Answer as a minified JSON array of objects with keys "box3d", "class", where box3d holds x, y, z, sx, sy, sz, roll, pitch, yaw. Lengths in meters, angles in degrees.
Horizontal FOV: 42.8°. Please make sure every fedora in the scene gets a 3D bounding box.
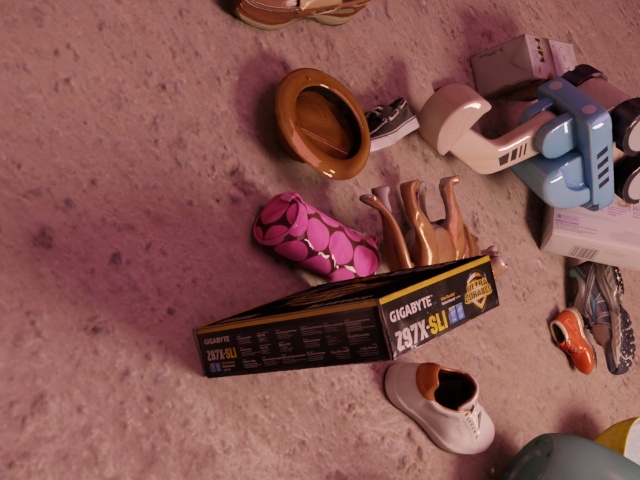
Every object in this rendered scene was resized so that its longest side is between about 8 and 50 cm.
[{"box3d":[-0.009,-0.175,1.295,0.194,0.079,0.194,15,66,-36],"class":"fedora"}]

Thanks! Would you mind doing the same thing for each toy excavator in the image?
[{"box3d":[0.440,-0.190,1.647,0.445,0.222,0.433,-30,135,-6],"class":"toy excavator"}]

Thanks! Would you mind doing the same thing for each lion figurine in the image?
[{"box3d":[0.182,0.017,1.381,0.392,0.142,0.240,-11,93,-55],"class":"lion figurine"}]

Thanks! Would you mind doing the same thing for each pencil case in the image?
[{"box3d":[0.000,0.000,1.247,0.209,0.095,0.098,29,94,-42],"class":"pencil case"}]

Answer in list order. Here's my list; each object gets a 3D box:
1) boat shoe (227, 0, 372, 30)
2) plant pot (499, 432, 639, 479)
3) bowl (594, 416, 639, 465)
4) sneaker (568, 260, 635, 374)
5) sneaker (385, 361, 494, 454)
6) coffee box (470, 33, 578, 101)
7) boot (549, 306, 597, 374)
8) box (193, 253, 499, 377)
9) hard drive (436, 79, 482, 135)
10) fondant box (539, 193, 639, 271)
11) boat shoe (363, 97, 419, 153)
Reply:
[{"box3d":[-0.018,-0.419,1.324,0.324,0.120,0.123,-22,95,-49],"class":"boat shoe"},{"box3d":[0.453,0.488,1.464,0.235,0.293,0.293,36,49,0],"class":"plant pot"},{"box3d":[0.635,0.525,1.743,0.289,0.156,0.290,17,67,-45],"class":"bowl"},{"box3d":[0.642,0.176,1.879,0.110,0.122,0.283,32,50,-48],"class":"sneaker"},{"box3d":[0.240,0.293,1.403,0.290,0.123,0.106,36,52,-37],"class":"sneaker"},{"box3d":[0.465,-0.382,1.832,0.246,0.141,0.098,-8,85,-48],"class":"coffee box"},{"box3d":[0.561,0.236,1.828,0.084,0.059,0.158,-24,91,-42],"class":"boot"},{"box3d":[0.035,0.101,1.080,0.257,0.322,0.079,-14,90,-48],"class":"box"},{"box3d":[0.288,-0.258,1.689,0.094,0.022,0.135,-26,98,-48],"class":"hard drive"},{"box3d":[0.648,-0.112,1.888,0.096,0.238,0.330,96,7,-62],"class":"fondant box"},{"box3d":[0.101,-0.199,1.431,0.219,0.077,0.070,-38,108,-55],"class":"boat shoe"}]
